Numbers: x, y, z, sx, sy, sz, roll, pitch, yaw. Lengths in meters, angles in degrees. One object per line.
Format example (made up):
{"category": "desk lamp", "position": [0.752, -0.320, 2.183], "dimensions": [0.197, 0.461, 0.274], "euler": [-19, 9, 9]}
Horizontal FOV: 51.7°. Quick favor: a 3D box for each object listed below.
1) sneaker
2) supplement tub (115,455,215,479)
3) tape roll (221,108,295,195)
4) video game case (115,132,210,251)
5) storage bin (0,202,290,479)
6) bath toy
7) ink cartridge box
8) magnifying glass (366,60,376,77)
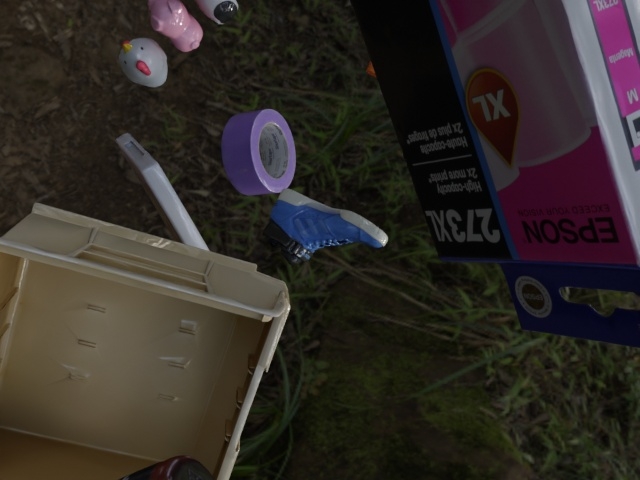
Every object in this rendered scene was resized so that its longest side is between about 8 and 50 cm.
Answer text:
{"category": "sneaker", "position": [0.000, 0.000, 0.791], "dimensions": [0.084, 0.152, 0.058], "euler": [-64, 158, -9]}
{"category": "supplement tub", "position": [-0.178, 0.257, 0.537], "dimensions": [0.106, 0.198, 0.106], "euler": [61, 12, -22]}
{"category": "tape roll", "position": [-0.136, -0.198, 1.490], "dimensions": [0.189, 0.080, 0.189], "euler": [14, 74, -61]}
{"category": "video game case", "position": [-0.192, -0.024, 0.881], "dimensions": [0.026, 0.206, 0.227], "euler": [-32, 119, -12]}
{"category": "storage bin", "position": [-0.187, 0.133, 0.619], "dimensions": [0.260, 0.262, 0.123], "euler": [17, 15, -11]}
{"category": "bath toy", "position": [-0.285, -0.461, 1.358], "dimensions": [0.151, 0.348, 0.129], "euler": [44, 7, -20]}
{"category": "ink cartridge box", "position": [0.114, -0.089, 0.408], "dimensions": [0.069, 0.176, 0.371], "euler": [-28, 102, -24]}
{"category": "magnifying glass", "position": [0.114, -0.296, 0.765], "dimensions": [0.092, 0.026, 0.231], "euler": [24, 92, -7]}
